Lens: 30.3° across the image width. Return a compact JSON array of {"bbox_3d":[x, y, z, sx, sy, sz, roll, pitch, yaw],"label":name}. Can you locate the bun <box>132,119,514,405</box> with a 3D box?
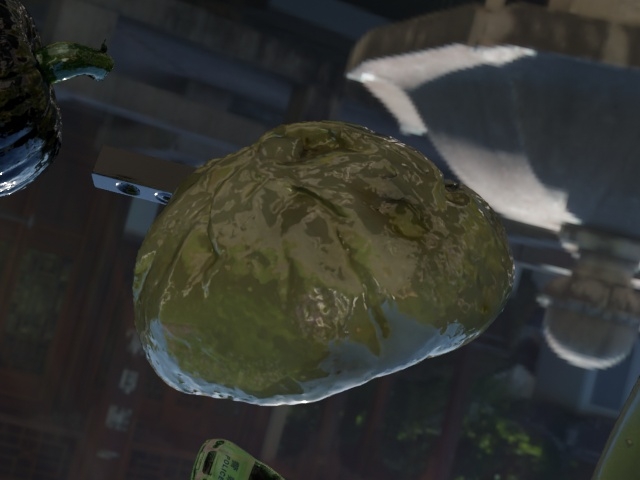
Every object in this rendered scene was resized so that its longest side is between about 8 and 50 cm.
[{"bbox_3d":[0.000,0.000,1.112,0.365,0.219,0.365,-10,-163,3],"label":"bun"}]

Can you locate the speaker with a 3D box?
[{"bbox_3d":[-0.185,-0.071,1.468,0.191,0.046,0.040,14,157,3],"label":"speaker"}]

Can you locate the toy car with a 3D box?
[{"bbox_3d":[-0.076,0.334,1.499,0.076,0.090,0.224,-12,136,35],"label":"toy car"}]

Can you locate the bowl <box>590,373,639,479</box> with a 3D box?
[{"bbox_3d":[0.173,0.162,0.323,0.157,0.346,0.345,16,177,-3],"label":"bowl"}]

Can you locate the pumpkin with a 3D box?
[{"bbox_3d":[-0.351,-0.177,1.305,0.248,0.248,0.248,15,177,1],"label":"pumpkin"}]
